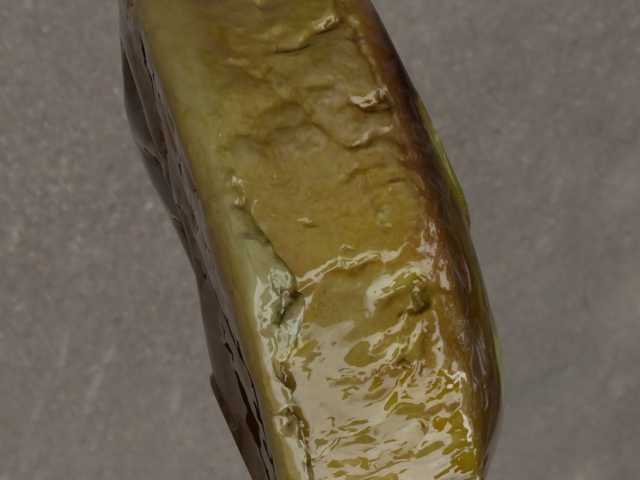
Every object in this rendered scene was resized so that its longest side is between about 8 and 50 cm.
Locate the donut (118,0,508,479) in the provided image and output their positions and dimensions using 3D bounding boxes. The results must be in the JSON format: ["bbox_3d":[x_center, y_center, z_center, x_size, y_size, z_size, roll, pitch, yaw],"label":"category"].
[{"bbox_3d":[0.000,0.000,0.839,0.160,0.330,0.330,-15,140,-9],"label":"donut"}]
